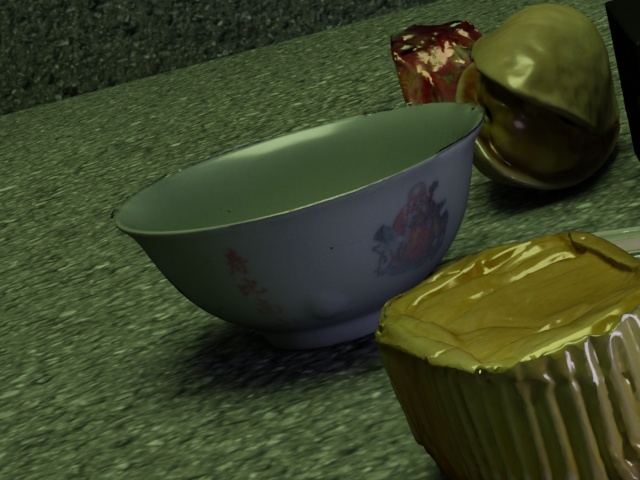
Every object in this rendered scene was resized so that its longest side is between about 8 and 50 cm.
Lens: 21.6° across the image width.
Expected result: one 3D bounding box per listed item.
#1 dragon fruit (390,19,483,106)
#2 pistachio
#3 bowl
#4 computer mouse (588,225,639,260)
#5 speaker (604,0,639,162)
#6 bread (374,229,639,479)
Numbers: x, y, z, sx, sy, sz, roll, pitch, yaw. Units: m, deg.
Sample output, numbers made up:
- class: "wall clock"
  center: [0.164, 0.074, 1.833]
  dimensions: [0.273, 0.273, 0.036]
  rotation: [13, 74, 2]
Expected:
- class: "dragon fruit"
  center: [0.191, -0.259, 2.375]
  dimensions: [0.161, 0.126, 0.274]
  rotation: [-14, 14, 10]
- class: "pistachio"
  center: [0.240, -0.151, 1.814]
  dimensions: [0.188, 0.187, 0.299]
  rotation: [-12, 20, 16]
- class: "bowl"
  center: [0.000, 0.000, 1.500]
  dimensions: [0.346, 0.157, 0.345]
  rotation: [-16, 13, 4]
- class: "computer mouse"
  center: [0.257, 0.018, 1.375]
  dimensions: [0.199, 0.044, 0.102]
  rotation: [-10, 14, 24]
- class: "speaker"
  center: [0.413, -0.155, 1.600]
  dimensions: [0.232, 0.184, 0.254]
  rotation: [-14, 17, 6]
- class: "bread"
  center: [0.143, 0.085, 1.053]
  dimensions: [0.179, 0.133, 0.250]
  rotation: [-21, 14, -16]
